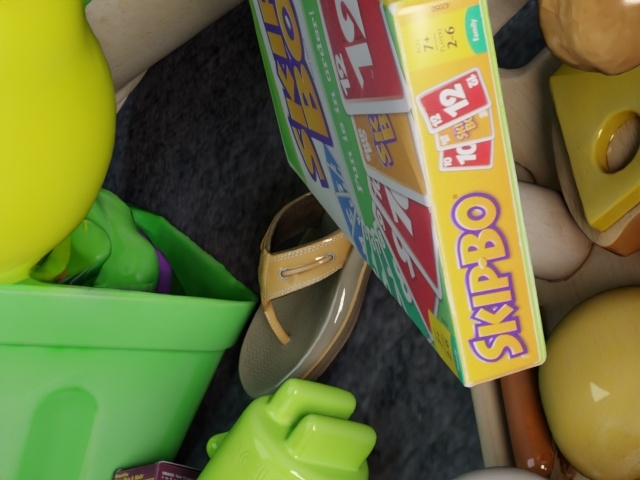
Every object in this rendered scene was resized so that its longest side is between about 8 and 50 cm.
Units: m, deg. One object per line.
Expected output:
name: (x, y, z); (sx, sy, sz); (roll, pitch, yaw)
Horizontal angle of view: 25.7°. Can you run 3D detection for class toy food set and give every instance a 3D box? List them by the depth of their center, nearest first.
toy food set: (0.098, 0.009, 0.497); (0.220, 0.092, 0.306); (-44, 38, 37)

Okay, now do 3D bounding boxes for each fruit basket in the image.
fruit basket: (-0.226, -0.023, 0.775); (0.283, 0.392, 0.392); (31, 99, 60)

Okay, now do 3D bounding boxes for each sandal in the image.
sandal: (0.000, 0.000, 0.709); (0.180, 0.049, 0.072); (-59, 31, 17)

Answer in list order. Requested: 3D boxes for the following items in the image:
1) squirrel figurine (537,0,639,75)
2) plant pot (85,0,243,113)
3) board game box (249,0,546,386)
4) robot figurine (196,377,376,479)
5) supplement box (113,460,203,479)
squirrel figurine: (0.082, -0.307, 0.391); (0.397, 0.370, 0.281); (-32, 44, 20)
plant pot: (-0.149, -0.236, 0.876); (0.305, 0.334, 0.333); (-15, 58, 43)
board game box: (0.013, -0.057, 0.522); (0.259, 0.039, 0.124); (-121, 16, -66)
robot figurine: (-0.022, 0.119, 0.653); (0.115, 0.067, 0.101); (-57, 40, 21)
supplement box: (-0.088, 0.166, 0.757); (0.055, 0.043, 0.083); (-22, 55, 53)
